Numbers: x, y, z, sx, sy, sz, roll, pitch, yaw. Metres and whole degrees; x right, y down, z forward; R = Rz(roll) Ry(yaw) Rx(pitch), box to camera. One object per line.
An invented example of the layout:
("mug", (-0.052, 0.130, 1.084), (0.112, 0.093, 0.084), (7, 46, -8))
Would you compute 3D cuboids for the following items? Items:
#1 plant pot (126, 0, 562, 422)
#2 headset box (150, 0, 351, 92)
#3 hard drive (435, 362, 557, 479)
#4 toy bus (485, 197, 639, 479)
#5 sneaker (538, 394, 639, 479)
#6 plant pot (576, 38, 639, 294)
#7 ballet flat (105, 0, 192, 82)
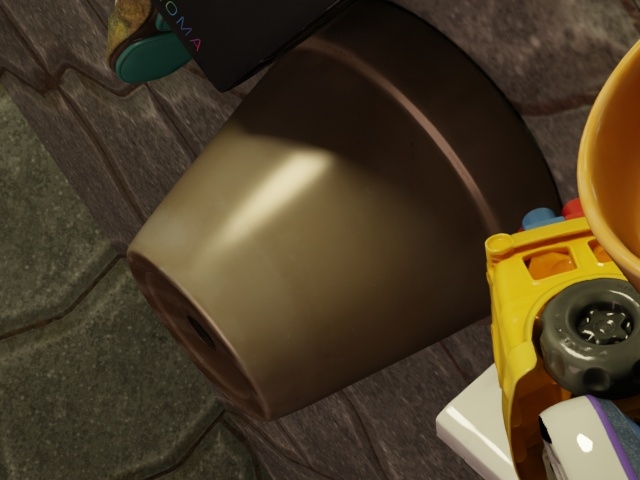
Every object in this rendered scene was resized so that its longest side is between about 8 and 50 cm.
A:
("plant pot", (0.000, 0.000, 0.938), (0.323, 0.280, 0.323), (43, 160, 20))
("headset box", (-0.040, -0.266, 0.718), (0.246, 0.131, 0.283), (55, 152, -9))
("hard drive", (0.260, 0.163, 0.746), (0.307, 0.203, 0.040), (40, 158, 31))
("toy bus", (0.215, 0.043, 0.718), (0.211, 0.220, 0.149), (-98, -6, -47))
("sneaker", (0.292, 0.177, 0.573), (0.323, 0.236, 0.130), (58, -178, 8))
("plant pot", (0.252, -0.005, 0.496), (0.188, 0.205, 0.205), (46, 168, -35))
("ballet flat", (-0.163, -0.259, 1.126), (0.123, 0.123, 0.348), (54, 162, -6))
